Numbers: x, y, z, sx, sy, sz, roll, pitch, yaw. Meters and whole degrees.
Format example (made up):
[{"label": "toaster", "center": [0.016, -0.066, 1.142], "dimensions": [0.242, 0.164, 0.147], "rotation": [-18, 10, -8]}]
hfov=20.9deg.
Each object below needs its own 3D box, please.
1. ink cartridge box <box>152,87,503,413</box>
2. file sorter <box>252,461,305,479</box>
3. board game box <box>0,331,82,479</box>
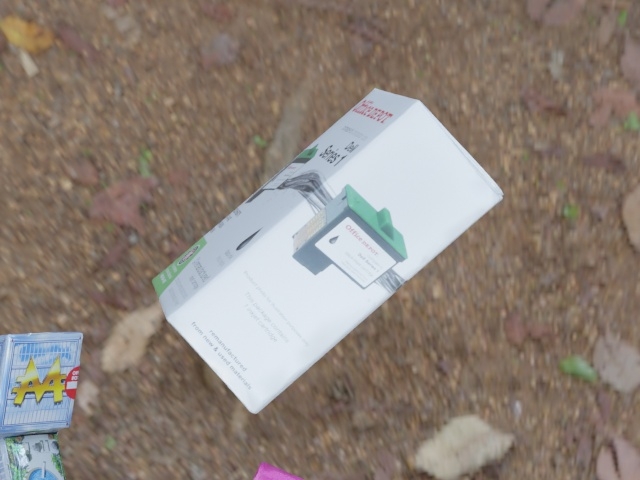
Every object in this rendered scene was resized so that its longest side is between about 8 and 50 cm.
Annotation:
[{"label": "ink cartridge box", "center": [0.000, 0.000, 1.186], "dimensions": [0.219, 0.160, 0.092], "rotation": [-42, 102, -2]}, {"label": "file sorter", "center": [-0.014, 0.368, 1.462], "dimensions": [0.202, 0.290, 0.182], "rotation": [23, 50, 4]}, {"label": "board game box", "center": [-0.222, 0.137, 1.139], "dimensions": [0.194, 0.060, 0.194], "rotation": [-28, 70, 44]}]
